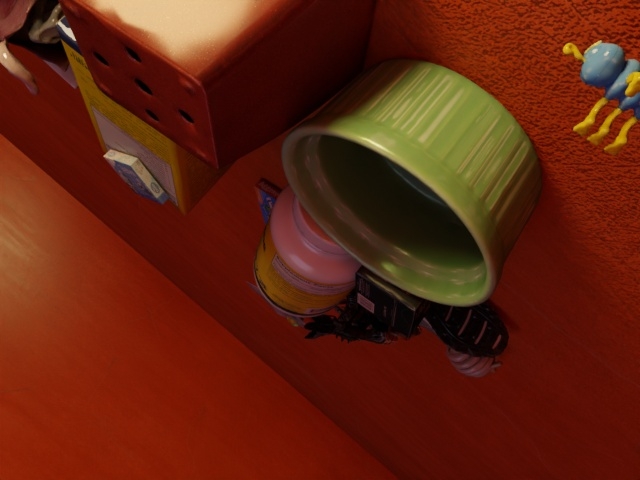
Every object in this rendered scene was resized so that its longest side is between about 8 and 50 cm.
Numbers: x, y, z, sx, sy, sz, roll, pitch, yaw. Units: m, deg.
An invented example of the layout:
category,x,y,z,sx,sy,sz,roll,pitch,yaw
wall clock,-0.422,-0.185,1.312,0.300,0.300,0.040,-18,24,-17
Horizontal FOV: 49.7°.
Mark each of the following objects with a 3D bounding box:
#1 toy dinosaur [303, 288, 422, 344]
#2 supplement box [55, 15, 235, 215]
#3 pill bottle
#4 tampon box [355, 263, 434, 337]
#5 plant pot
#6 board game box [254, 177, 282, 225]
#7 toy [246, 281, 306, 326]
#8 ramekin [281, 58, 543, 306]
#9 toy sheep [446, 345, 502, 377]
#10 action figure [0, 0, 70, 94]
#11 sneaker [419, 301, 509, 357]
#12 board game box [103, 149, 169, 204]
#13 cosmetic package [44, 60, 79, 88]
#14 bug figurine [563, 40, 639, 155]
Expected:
category,x,y,z,sx,sy,sz,roll,pitch,yaw
toy dinosaur,0.105,0.142,1.397,0.218,0.164,0.322,22,153,-24
supplement box,-0.226,-0.225,1.053,0.194,0.195,0.356,37,160,6
pill bottle,0.000,0.000,1.139,0.188,0.188,0.334,38,156,3
tampon box,0.138,0.038,1.023,0.101,0.161,0.120,33,159,18
plant pot,-0.115,-0.242,0.736,0.267,0.236,0.267,35,161,9
board game box,-0.057,-0.015,1.461,0.145,0.027,0.281,31,159,18
toy,-0.097,0.169,1.899,0.137,0.056,0.237,24,161,28
ramekin,0.115,-0.072,0.841,0.303,0.148,0.303,34,160,14
toy sheep,0.280,0.207,1.260,0.132,0.091,0.091,42,161,-22
action figure,-0.562,-0.409,1.177,0.370,0.276,0.248,23,165,5
sneaker,0.203,0.115,1.208,0.271,0.100,0.108,27,-178,23
board game box,-0.300,-0.104,1.126,0.090,0.020,0.090,20,151,44
cosmetic package,-0.549,-0.410,1.381,0.239,0.060,0.099,43,-171,-12
bug figurine,0.315,-0.128,0.475,0.216,0.072,0.279,34,156,-4
